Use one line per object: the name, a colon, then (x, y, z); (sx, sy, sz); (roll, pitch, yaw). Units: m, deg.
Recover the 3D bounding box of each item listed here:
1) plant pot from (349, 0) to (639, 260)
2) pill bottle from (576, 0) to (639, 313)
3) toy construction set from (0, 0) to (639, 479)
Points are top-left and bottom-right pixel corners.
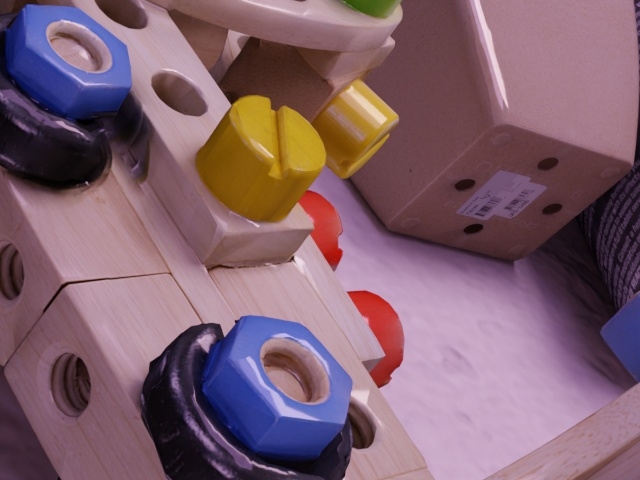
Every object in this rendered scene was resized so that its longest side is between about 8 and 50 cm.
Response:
plant pot: (0.066, -0.055, 0.592); (0.109, 0.109, 0.096); (13, 50, -34)
pill bottle: (0.167, -0.050, 0.652); (0.130, 0.130, 0.245); (20, 34, -25)
toy construction set: (0.000, 0.000, 0.418); (0.215, 0.151, 0.328); (-5, 38, -48)
